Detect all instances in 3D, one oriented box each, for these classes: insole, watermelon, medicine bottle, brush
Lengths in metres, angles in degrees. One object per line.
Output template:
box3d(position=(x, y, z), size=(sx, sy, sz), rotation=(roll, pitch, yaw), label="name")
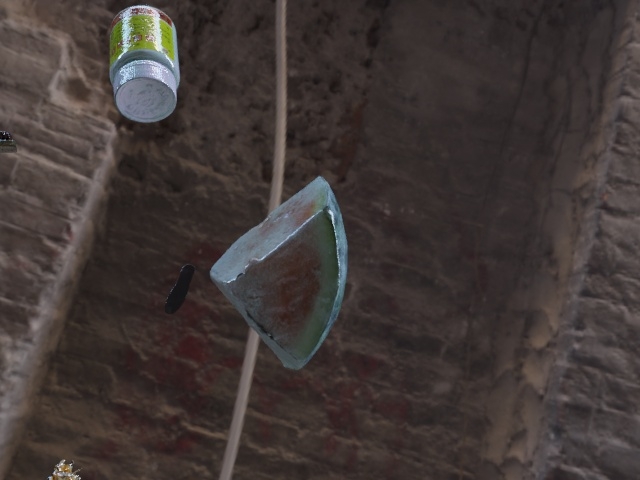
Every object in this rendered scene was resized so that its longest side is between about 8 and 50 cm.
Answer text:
box3d(position=(-0.388, 0.134, 1.952), size=(0.053, 0.153, 0.002), rotation=(11, -24, 15), label="insole")
box3d(position=(-0.081, 0.071, 1.334), size=(0.258, 0.387, 0.228), rotation=(10, 14, 0), label="watermelon")
box3d(position=(-0.361, -0.364, 1.454), size=(0.139, 0.225, 0.139), rotation=(-8, -35, -5), label="medicine bottle")
box3d(position=(-0.709, -0.188, 1.337), size=(0.248, 0.036, 0.043), rotation=(-2, -24, -16), label="brush")

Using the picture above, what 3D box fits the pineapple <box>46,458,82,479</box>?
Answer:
box3d(position=(-0.533, 0.668, 1.620), size=(0.271, 0.262, 0.262), rotation=(27, -16, -8), label="pineapple")
